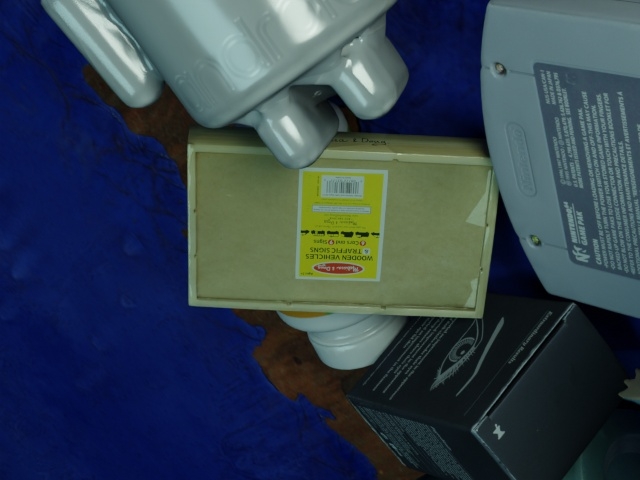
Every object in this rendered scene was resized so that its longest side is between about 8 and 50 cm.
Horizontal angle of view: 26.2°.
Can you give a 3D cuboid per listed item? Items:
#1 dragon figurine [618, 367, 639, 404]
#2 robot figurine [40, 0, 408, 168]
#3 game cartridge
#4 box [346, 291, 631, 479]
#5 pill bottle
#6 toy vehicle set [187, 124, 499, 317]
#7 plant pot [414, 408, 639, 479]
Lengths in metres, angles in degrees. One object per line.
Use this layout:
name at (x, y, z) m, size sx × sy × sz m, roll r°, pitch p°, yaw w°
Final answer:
dragon figurine at (0.326, 0.151, 1.059) m, size 0.144 × 0.085 × 0.289 m, roll 34°, pitch -176°, yaw -18°
robot figurine at (-0.074, -0.230, 1.063) m, size 0.300 × 0.200 × 0.353 m, roll -35°, pitch 98°, yaw 14°
game cartridge at (0.224, -0.064, 1.074) m, size 0.196 × 0.060 × 0.294 m, roll 13°, pitch 136°, yaw 34°
box at (0.150, 0.136, 1.246) m, size 0.108 × 0.153 × 0.207 m, roll 51°, pitch 160°, yaw -23°
pill bottle at (0.000, 0.000, 1.310) m, size 0.136 × 0.136 × 0.245 m, roll 7°, pitch 133°, yaw 43°
toy vehicle set at (0.017, -0.014, 1.199) m, size 0.267 × 0.035 × 0.166 m, roll 3°, pitch 122°, yaw -2°
plant pot at (0.235, 0.292, 1.294) m, size 0.271 × 0.271 × 0.255 m, roll 45°, pitch 132°, yaw -2°
